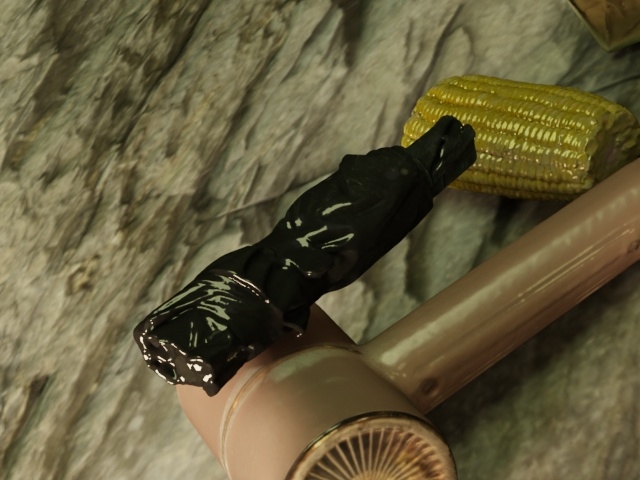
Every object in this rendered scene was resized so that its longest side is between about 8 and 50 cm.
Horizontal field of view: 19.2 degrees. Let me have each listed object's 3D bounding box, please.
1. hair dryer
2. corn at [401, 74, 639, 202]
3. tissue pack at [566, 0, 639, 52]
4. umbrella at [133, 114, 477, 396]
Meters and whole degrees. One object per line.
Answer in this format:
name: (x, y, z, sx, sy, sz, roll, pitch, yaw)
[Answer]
hair dryer: (0.091, 0.036, 1.062, 0.344, 0.107, 0.189, -33, 29, -7)
corn: (0.122, -0.063, 1.163, 0.085, 0.063, 0.165, -30, 26, -33)
tissue pack: (0.233, -0.255, 1.227, 0.159, 0.125, 0.234, -21, 37, 29)
umbrella: (0.000, 0.000, 1.042, 0.066, 0.059, 0.235, 29, 56, 34)
